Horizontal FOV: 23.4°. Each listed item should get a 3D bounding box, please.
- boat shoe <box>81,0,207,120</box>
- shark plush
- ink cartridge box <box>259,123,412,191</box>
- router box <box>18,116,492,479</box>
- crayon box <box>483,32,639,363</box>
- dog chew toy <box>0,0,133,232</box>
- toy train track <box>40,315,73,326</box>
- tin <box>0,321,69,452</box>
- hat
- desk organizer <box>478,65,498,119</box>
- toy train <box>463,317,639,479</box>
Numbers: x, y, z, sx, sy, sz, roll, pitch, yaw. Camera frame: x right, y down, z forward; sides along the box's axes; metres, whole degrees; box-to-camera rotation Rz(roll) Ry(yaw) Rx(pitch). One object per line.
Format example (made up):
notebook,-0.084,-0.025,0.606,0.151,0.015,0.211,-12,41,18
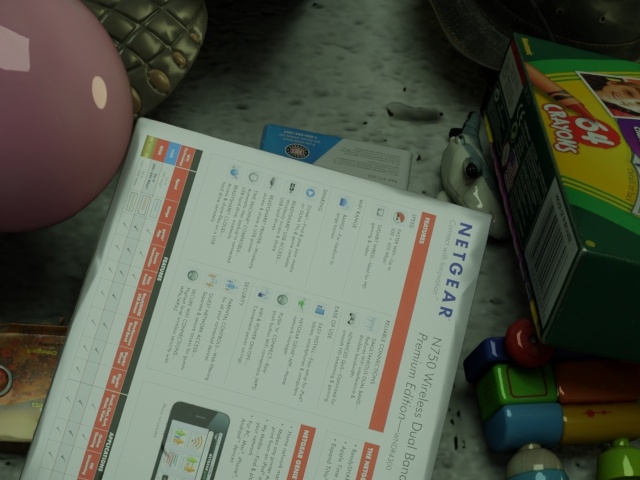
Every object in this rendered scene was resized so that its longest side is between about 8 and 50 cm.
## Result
boat shoe,-0.257,-0.140,1.395,0.355,0.132,0.130,-41,30,-27
shark plush,0.147,-0.064,1.492,0.067,0.073,0.161,22,28,-17
ink cartridge box,0.000,0.000,1.377,0.139,0.082,0.191,11,53,-1
router box,-0.049,0.102,1.219,0.301,0.082,0.335,16,70,-1
crayon box,0.325,-0.027,1.355,0.313,0.106,0.363,11,34,-10
dog chew toy,-0.308,-0.067,1.163,0.332,0.206,0.206,-32,64,-23
toy train track,-0.229,0.091,1.309,0.048,0.014,0.083,29,54,13
tin,-0.209,0.124,1.265,0.189,0.040,0.106,5,56,-7
hat,0.265,-0.276,1.568,0.331,0.134,0.331,14,45,-15
desk organizer,0.181,-0.163,1.560,0.050,0.047,0.130,-10,54,-14
toy train,0.254,0.146,1.307,0.248,0.105,0.143,-1,66,-16
